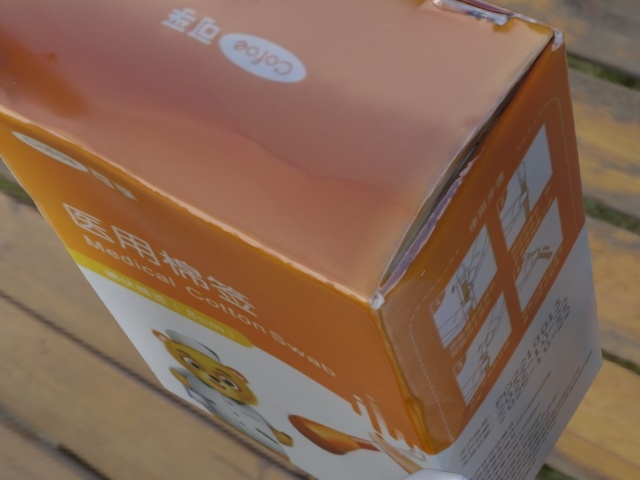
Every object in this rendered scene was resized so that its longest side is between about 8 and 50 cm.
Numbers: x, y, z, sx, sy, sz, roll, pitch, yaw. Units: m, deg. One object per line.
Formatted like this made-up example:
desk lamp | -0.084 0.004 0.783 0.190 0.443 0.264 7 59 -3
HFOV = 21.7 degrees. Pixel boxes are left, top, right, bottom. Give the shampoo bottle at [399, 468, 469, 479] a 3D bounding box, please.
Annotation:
shampoo bottle | -0.028 0.133 0.586 0.074 0.192 0.074 30 131 42

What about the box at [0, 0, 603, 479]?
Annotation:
box | 0.000 0.000 0.791 0.225 0.341 0.143 27 72 24
